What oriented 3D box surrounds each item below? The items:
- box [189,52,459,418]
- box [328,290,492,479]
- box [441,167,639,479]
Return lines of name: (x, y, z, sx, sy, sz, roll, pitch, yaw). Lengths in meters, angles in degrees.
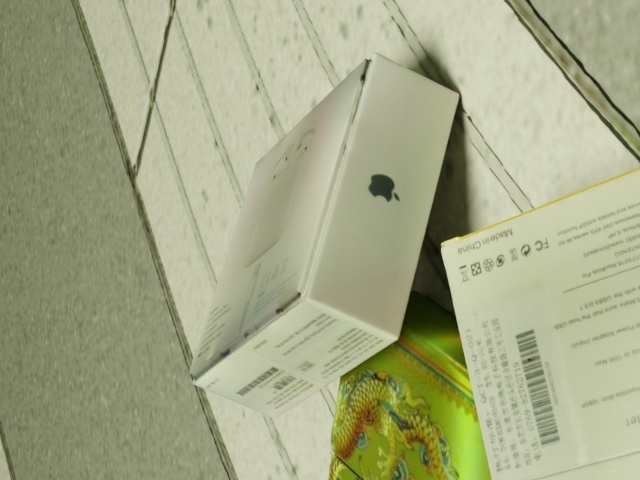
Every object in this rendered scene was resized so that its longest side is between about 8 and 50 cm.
box: (0.000, 0.000, 0.769, 0.130, 0.051, 0.129, -38, 31, 56)
box: (0.052, 0.197, 0.760, 0.173, 0.043, 0.311, 36, 123, 55)
box: (0.123, 0.098, 0.587, 0.129, 0.033, 0.247, -21, 73, 37)
